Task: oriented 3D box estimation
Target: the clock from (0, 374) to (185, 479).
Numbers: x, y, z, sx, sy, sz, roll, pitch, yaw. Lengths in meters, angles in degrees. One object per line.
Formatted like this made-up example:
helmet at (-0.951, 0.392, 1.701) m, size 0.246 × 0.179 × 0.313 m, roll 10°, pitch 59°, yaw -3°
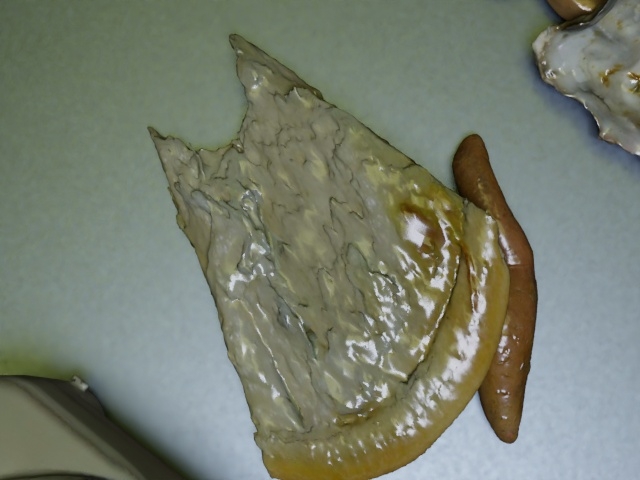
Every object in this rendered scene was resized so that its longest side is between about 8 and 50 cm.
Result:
clock at (-0.148, 0.254, 0.598) m, size 0.284 × 0.114 × 0.309 m, roll 36°, pitch 89°, yaw 12°

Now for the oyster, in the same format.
oyster at (0.202, -0.090, 0.666) m, size 0.148 × 0.051 × 0.103 m, roll 44°, pitch 118°, yaw -5°

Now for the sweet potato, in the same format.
sweet potato at (0.102, 0.026, 0.666) m, size 0.044 × 0.044 × 0.179 m, roll -5°, pitch 86°, yaw 1°

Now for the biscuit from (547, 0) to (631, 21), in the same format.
biscuit at (0.186, -0.194, 0.686) m, size 0.237 × 0.040 × 0.143 m, roll 0°, pitch 78°, yaw 3°

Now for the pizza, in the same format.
pizza at (0.000, 0.000, 0.655) m, size 0.181 × 0.034 × 0.262 m, roll -30°, pitch 82°, yaw 12°
